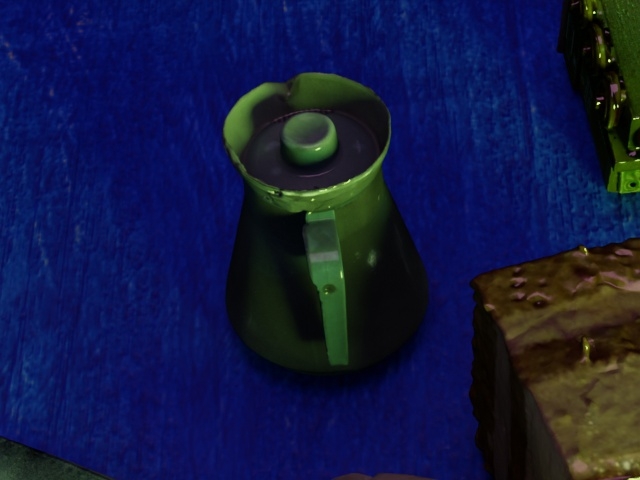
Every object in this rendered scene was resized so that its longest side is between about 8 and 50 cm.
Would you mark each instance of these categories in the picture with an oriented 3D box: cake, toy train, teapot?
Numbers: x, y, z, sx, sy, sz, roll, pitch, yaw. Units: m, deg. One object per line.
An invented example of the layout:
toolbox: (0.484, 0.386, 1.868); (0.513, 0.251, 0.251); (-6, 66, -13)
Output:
cake: (0.234, 0.155, 1.337); (0.198, 0.196, 0.293); (-8, 39, -9)
toy train: (0.271, -0.142, 1.662); (0.090, 0.137, 0.225); (-4, 52, -3)
teapot: (0.000, 0.000, 1.497); (0.171, 0.225, 0.203); (-9, 48, -1)

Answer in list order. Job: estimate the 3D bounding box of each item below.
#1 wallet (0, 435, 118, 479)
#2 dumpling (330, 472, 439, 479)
wallet: (-0.284, 0.307, 1.368); (0.190, 0.046, 0.379); (20, 54, 24)
dumpling: (0.052, 0.240, 1.326); (0.162, 0.132, 0.250); (-45, 28, -19)
